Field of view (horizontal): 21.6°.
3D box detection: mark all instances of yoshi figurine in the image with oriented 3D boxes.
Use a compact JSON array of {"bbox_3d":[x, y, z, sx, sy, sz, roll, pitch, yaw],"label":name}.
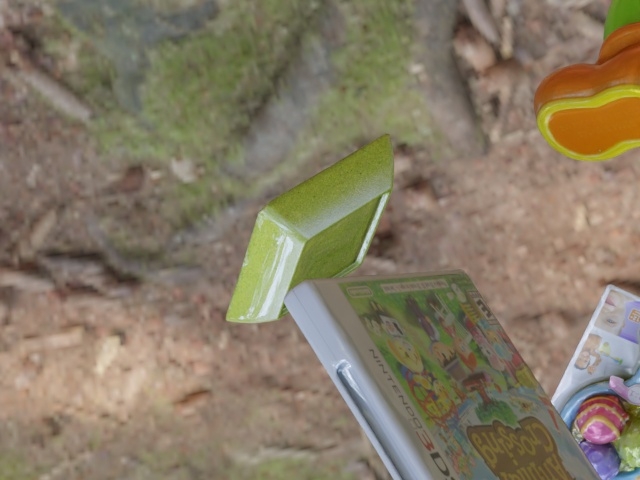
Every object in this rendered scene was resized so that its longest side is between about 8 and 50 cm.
[{"bbox_3d":[0.248,-0.180,1.100,0.203,0.362,0.203,11,149,21],"label":"yoshi figurine"}]

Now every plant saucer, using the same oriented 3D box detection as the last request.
[{"bbox_3d":[0.000,0.000,1.719,0.188,0.045,0.188,-32,155,-36],"label":"plant saucer"}]

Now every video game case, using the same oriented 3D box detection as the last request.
[{"bbox_3d":[0.085,0.102,0.963,0.023,0.193,0.212,-39,163,23],"label":"video game case"}]

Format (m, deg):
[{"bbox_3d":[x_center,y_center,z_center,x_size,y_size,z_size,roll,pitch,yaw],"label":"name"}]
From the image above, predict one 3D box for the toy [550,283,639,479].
[{"bbox_3d":[0.290,0.175,1.611,0.137,0.056,0.237,23,109,3],"label":"toy"}]
